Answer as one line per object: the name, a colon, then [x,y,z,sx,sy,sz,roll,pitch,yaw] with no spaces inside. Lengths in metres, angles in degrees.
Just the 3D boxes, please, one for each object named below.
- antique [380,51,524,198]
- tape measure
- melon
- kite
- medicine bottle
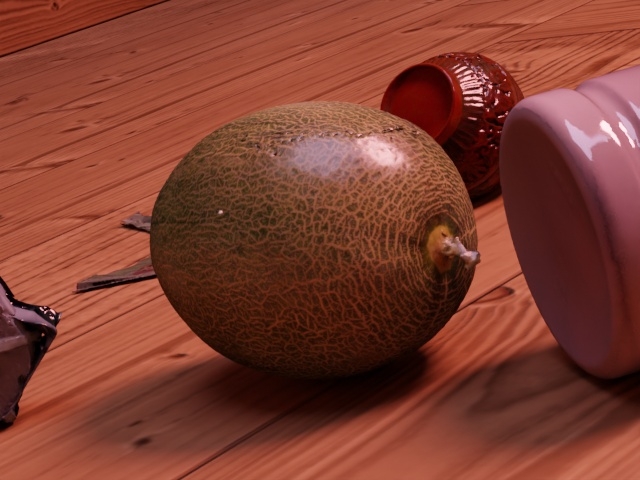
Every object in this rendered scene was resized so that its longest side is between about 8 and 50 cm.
antique: [0.089,-0.075,1.135,0.104,0.104,0.104,-13,14,3]
tape measure: [-0.188,0.056,0.904,0.094,0.091,0.054,-46,19,5]
melon: [0.000,0.000,0.845,0.192,0.139,0.139,3,22,43]
kite: [-0.082,-0.006,1.216,0.229,0.012,0.250,-22,15,-32]
medicine bottle: [0.217,-0.034,0.776,0.250,0.133,0.133,-18,14,-12]
